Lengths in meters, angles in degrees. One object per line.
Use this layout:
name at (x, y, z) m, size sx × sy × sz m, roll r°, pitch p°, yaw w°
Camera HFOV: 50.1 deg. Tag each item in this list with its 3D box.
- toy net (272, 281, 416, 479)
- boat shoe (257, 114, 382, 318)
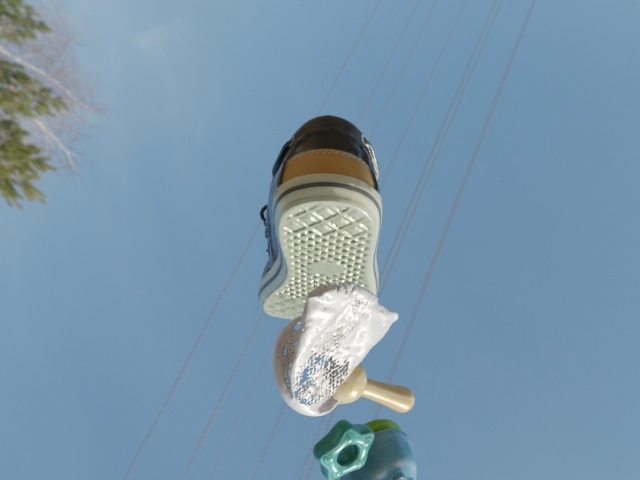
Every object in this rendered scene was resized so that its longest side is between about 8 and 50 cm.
toy net at (0.003, 0.116, 0.437) m, size 0.122 × 0.232 × 0.045 m, roll -27°, pitch -143°, yaw -17°
boat shoe at (0.000, 0.000, 1.014) m, size 0.186 × 0.500 × 0.156 m, roll 3°, pitch -117°, yaw -2°
